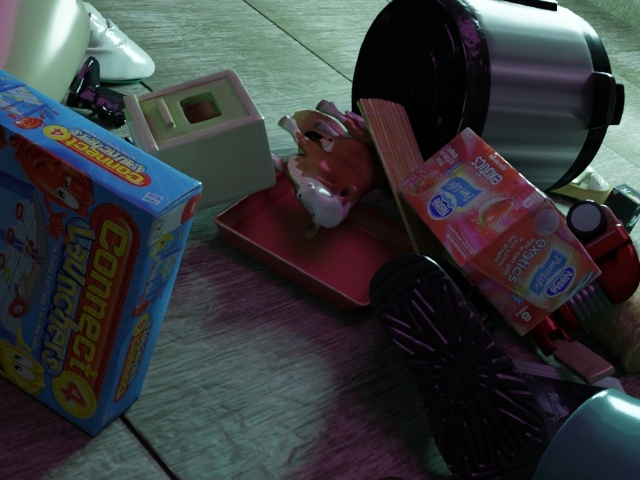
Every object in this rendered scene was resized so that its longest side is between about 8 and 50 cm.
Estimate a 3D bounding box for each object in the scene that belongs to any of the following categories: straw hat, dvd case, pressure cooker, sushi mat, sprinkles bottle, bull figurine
[{"bbox_3d":[-0.008,-0.154,1.745,0.145,0.061,0.144,21,43,-21],"label":"straw hat"},{"bbox_3d":[0.361,0.261,1.361,0.179,0.029,0.238,12,32,-15],"label":"dvd case"},{"bbox_3d":[0.310,-0.258,1.817,0.421,0.375,0.369,0,51,-31],"label":"pressure cooker"},{"bbox_3d":[0.147,-0.078,1.580,0.151,0.019,0.316,-1,68,-56],"label":"sushi mat"},{"bbox_3d":[0.419,0.054,1.628,0.121,0.121,0.355,-6,41,-37],"label":"sprinkles bottle"},{"bbox_3d":[0.013,-0.115,1.556,0.188,0.101,0.310,46,33,11],"label":"bull figurine"}]

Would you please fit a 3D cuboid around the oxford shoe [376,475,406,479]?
[{"bbox_3d":[0.164,0.308,1.106,0.227,0.096,0.083,23,33,6],"label":"oxford shoe"}]

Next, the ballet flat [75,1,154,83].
[{"bbox_3d":[-0.460,-0.353,1.706,0.401,0.139,0.139,2,36,-30],"label":"ballet flat"}]

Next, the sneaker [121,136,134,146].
[{"bbox_3d":[-0.288,-0.131,1.559,0.083,0.035,0.031,35,34,21],"label":"sneaker"}]

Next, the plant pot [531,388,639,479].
[{"bbox_3d":[0.380,0.302,1.104,0.272,0.271,0.255,-13,36,-44],"label":"plant pot"}]

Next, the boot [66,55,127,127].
[{"bbox_3d":[-0.356,-0.245,1.663,0.099,0.045,0.121,20,49,-8],"label":"boot"}]

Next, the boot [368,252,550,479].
[{"bbox_3d":[0.187,0.164,1.310,0.347,0.131,0.260,65,7,8],"label":"boot"}]

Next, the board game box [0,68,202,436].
[{"bbox_3d":[-0.306,0.008,1.074,0.302,0.308,0.086,29,33,14],"label":"board game box"}]

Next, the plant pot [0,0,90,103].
[{"bbox_3d":[-0.474,-0.230,1.433,0.257,0.256,0.274,12,49,-16],"label":"plant pot"}]

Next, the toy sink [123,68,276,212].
[{"bbox_3d":[-0.203,-0.134,1.438,0.234,0.131,0.152,-18,42,-10],"label":"toy sink"}]

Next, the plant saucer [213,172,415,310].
[{"bbox_3d":[0.000,0.000,1.525,0.259,0.047,0.258,29,32,13],"label":"plant saucer"}]

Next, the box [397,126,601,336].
[{"bbox_3d":[0.242,-0.020,1.411,0.154,0.142,0.300,47,7,-26],"label":"box"}]

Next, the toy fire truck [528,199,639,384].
[{"bbox_3d":[0.383,0.090,1.472,0.246,0.217,0.158,62,10,24],"label":"toy fire truck"}]

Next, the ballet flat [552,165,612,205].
[{"bbox_3d":[0.503,-0.120,1.995,0.232,0.073,0.080,12,33,-16],"label":"ballet flat"}]

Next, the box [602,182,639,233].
[{"bbox_3d":[0.580,-0.058,1.934,0.052,0.083,0.062,-15,47,-45],"label":"box"}]
